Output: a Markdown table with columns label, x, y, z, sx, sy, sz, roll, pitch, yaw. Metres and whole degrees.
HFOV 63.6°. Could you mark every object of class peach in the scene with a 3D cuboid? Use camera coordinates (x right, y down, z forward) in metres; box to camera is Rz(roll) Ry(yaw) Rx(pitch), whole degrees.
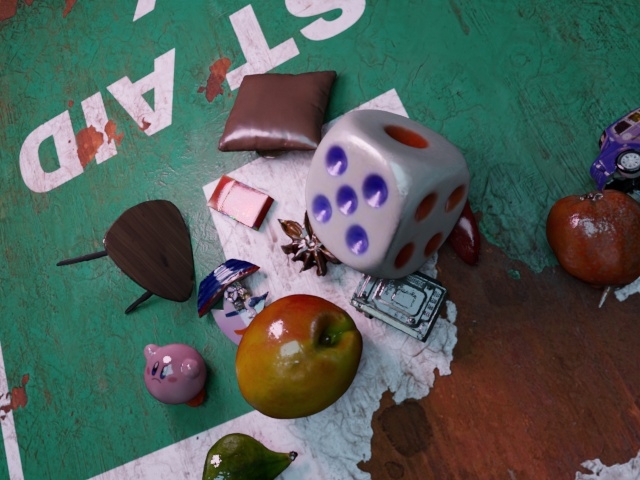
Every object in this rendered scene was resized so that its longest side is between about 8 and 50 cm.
| label | x | y | z | sx | sy | sz | roll | pitch | yaw |
| --- | --- | --- | --- | --- | --- | --- | --- | --- | --- |
| peach | -0.061 | 0.288 | 1.266 | 0.332 | 0.308 | 0.307 | -48 | 66 | 36 |

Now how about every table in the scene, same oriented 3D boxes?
| label | x | y | z | sx | sy | sz | roll | pitch | yaw |
| --- | --- | --- | --- | --- | --- | --- | --- | --- | --- |
| table | -0.557 | 0.045 | 1.525 | 0.249 | 0.317 | 0.317 | -20 | 72 | 27 |

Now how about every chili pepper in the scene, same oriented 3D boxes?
| label | x | y | z | sx | sy | sz | roll | pitch | yaw |
| --- | --- | --- | --- | --- | --- | --- | --- | --- | --- |
| chili pepper | 0.313 | -0.110 | 1.339 | 0.110 | 0.110 | 0.387 | -31 | 74 | 9 |

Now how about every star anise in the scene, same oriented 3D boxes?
| label | x | y | z | sx | sy | sz | roll | pitch | yaw |
| --- | --- | --- | --- | --- | --- | --- | --- | --- | --- |
| star anise | -0.004 | -0.006 | 1.418 | 0.214 | 0.099 | 0.220 | -17 | 68 | -1 |

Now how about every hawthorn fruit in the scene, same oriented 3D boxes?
| label | x | y | z | sx | sy | sz | roll | pitch | yaw |
| --- | --- | --- | --- | --- | --- | --- | --- | --- | --- |
| hawthorn fruit | 0.628 | 0.018 | 1.166 | 0.211 | 0.210 | 0.262 | -8 | 98 | 15 |

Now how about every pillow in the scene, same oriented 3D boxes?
| label | x | y | z | sx | sy | sz | roll | pitch | yaw |
| --- | --- | --- | --- | --- | --- | --- | --- | --- | --- |
| pillow | -0.119 | -0.377 | 1.499 | 0.306 | 0.108 | 0.307 | 2 | 59 | 15 |

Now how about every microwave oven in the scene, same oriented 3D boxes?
| label | x | y | z | sx | sy | sz | roll | pitch | yaw |
| --- | --- | --- | --- | --- | --- | --- | --- | --- | --- |
| microwave oven | 0.199 | 0.145 | 1.299 | 0.205 | 0.129 | 0.163 | 25 | 87 | 20 |

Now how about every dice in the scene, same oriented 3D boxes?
| label | x | y | z | sx | sy | sz | roll | pitch | yaw |
| --- | --- | --- | --- | --- | --- | --- | --- | --- | --- |
| dice | 0.152 | -0.114 | 1.229 | 0.304 | 0.277 | 0.304 | 41 | 128 | 31 |

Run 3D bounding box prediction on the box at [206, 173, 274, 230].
| label | x | y | z | sx | sy | sz | roll | pitch | yaw |
| --- | --- | --- | --- | --- | --- | --- | --- | --- | --- |
| box | -0.239 | -0.114 | 1.534 | 0.175 | 0.048 | 0.112 | 25 | 86 | 21 |

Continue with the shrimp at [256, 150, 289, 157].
| label | x | y | z | sx | sy | sz | roll | pitch | yaw |
| --- | --- | --- | --- | --- | --- | --- | --- | --- | --- |
| shrimp | -0.106 | -0.287 | 1.533 | 0.190 | 0.042 | 0.101 | -1 | 66 | 17 |

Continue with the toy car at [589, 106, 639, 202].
| label | x | y | z | sx | sy | sz | roll | pitch | yaw |
| --- | --- | --- | --- | --- | --- | --- | --- | --- | --- |
| toy car | 0.735 | -0.205 | 1.203 | 0.235 | 0.172 | 0.158 | -33 | 54 | 10 |

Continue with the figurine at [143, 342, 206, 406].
| label | x | y | z | sx | sy | sz | roll | pitch | yaw |
| --- | --- | --- | --- | --- | --- | --- | --- | --- | --- |
| figurine | -0.396 | 0.362 | 1.413 | 0.173 | 0.173 | 0.173 | -4 | 77 | 16 |

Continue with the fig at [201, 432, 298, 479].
| label | x | y | z | sx | sy | sz | roll | pitch | yaw |
| --- | --- | --- | --- | --- | --- | --- | --- | --- | --- |
| fig | -0.174 | 0.589 | 1.298 | 0.235 | 0.203 | 0.203 | 1 | 77 | -7 |

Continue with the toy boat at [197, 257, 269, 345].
| label | x | y | z | sx | sy | sz | roll | pitch | yaw |
| --- | --- | --- | --- | --- | --- | --- | --- | --- | --- |
| toy boat | -0.240 | 0.211 | 1.465 | 0.219 | 0.072 | 0.318 | -15 | 83 | 11 |
